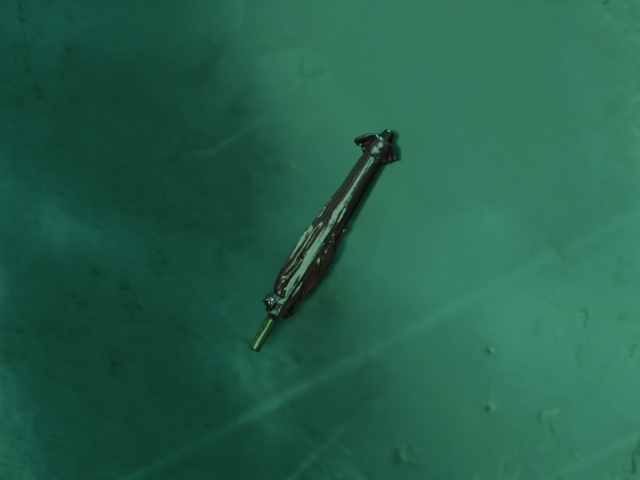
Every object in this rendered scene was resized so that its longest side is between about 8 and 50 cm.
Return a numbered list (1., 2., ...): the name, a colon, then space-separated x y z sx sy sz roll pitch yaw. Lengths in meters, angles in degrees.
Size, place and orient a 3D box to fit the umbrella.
1. umbrella: 0.000 0.000 0.889 0.027 0.025 0.165 37 98 29
